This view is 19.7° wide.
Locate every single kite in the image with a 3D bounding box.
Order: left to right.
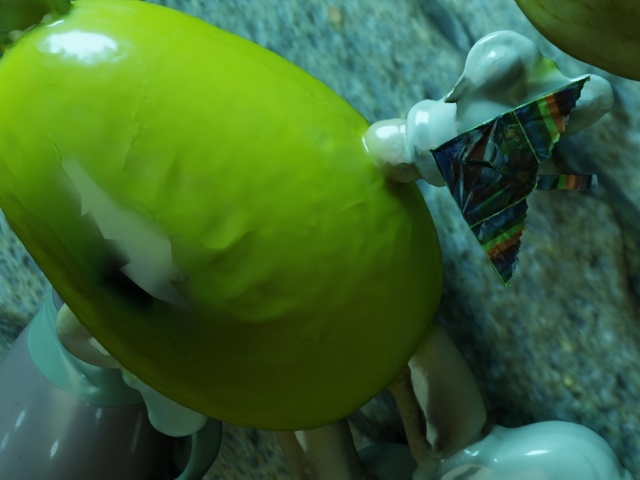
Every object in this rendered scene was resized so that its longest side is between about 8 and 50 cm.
[{"bbox_3d":[0.098,-0.033,0.938,0.090,0.004,0.122,10,113,-8],"label":"kite"}]

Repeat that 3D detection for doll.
[{"bbox_3d":[-0.001,0.031,1.040,0.348,0.161,0.423,0,123,15],"label":"doll"}]

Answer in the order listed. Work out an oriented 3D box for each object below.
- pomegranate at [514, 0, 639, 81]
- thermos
[{"bbox_3d":[0.136,-0.152,0.744,0.196,0.196,0.196,23,134,27],"label":"pomegranate"},{"bbox_3d":[-0.150,0.122,1.245,0.176,0.146,0.265,41,134,18],"label":"thermos"}]
